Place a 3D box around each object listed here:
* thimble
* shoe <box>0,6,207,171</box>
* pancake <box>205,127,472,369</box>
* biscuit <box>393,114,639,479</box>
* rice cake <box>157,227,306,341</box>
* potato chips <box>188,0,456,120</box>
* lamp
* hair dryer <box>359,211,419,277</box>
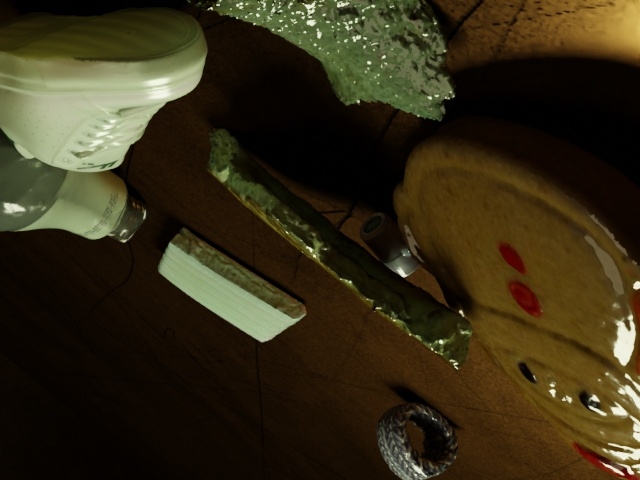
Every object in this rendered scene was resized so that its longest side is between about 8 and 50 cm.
[{"bbox_3d":[0.132,0.271,1.569,0.066,0.095,0.104,-29,81,56],"label":"thimble"},{"bbox_3d":[-0.217,-0.128,1.091,0.363,0.131,0.160,13,129,49],"label":"shoe"},{"bbox_3d":[0.004,-0.004,1.091,0.376,0.054,0.197,37,179,27],"label":"pancake"},{"bbox_3d":[0.209,0.068,0.935,0.359,0.074,0.381,27,149,51],"label":"biscuit"},{"bbox_3d":[-0.126,0.065,1.558,0.198,0.037,0.189,35,158,-5],"label":"rice cake"},{"bbox_3d":[-0.012,-0.161,0.876,0.228,0.059,0.167,12,160,44],"label":"potato chips"},{"bbox_3d":[-0.344,-0.062,1.389,0.182,0.182,0.314,13,151,42],"label":"lamp"},{"bbox_3d":[0.096,0.001,1.114,0.114,0.037,0.063,-6,136,48],"label":"hair dryer"}]
